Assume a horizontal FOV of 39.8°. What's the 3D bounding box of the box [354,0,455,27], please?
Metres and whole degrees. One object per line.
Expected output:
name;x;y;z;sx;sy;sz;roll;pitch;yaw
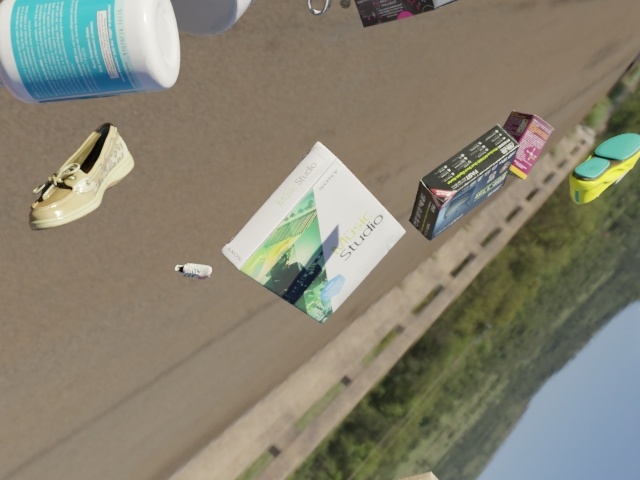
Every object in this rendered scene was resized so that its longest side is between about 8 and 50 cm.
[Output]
box;0.176;-0.487;1.578;0.163;0.142;0.247;-27;-163;-22

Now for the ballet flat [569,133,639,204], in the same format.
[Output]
ballet flat;0.549;-0.135;1.708;0.231;0.077;0.077;-32;131;-37

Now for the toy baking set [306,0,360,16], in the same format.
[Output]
toy baking set;0.045;-0.555;1.832;0.030;0.256;0.196;-59;158;-55

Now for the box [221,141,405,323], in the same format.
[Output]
box;0.000;0.000;1.482;0.232;0.058;0.322;-49;146;1

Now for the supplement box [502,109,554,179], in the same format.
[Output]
supplement box;0.276;-0.134;1.234;0.083;0.043;0.055;-60;-153;2

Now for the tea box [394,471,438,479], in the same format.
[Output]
tea box;0.162;0.708;1.962;0.329;0.220;0.323;-20;133;20

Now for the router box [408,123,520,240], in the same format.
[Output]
router box;0.161;-0.064;0.995;0.122;0.038;0.092;-35;160;-18

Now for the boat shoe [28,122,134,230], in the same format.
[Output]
boat shoe;-0.418;-0.109;1.513;0.285;0.105;0.089;-66;146;-58

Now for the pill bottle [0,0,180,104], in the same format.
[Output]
pill bottle;-0.331;-0.260;1.175;0.146;0.264;0.146;-5;90;-83

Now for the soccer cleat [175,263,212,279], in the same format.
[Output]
soccer cleat;-0.246;0.058;1.713;0.036;0.083;0.029;34;64;-46

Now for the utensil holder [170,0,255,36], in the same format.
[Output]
utensil holder;-0.159;-0.582;1.479;0.385;0.328;0.327;-57;171;-26
